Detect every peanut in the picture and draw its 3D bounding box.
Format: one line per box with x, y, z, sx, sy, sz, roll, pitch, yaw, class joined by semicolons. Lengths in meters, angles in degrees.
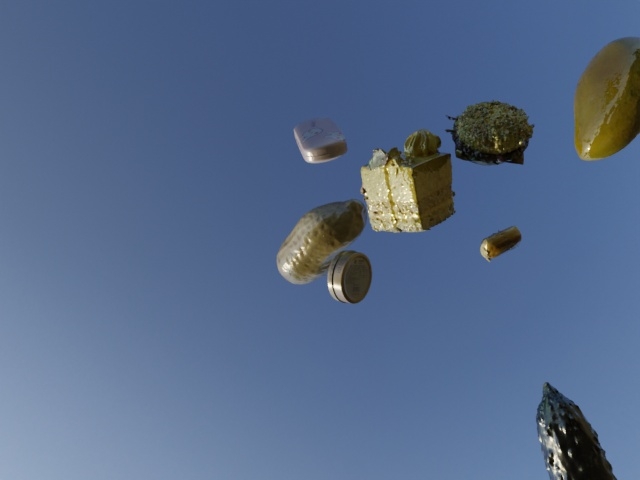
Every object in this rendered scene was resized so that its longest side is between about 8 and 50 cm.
0.000;0.000;1.064;0.137;0.122;0.253;3;-39;-37;peanut

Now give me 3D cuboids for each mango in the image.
0.713;-0.349;1.168;0.142;0.195;0.332;29;-117;-24;mango

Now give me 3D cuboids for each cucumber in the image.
0.290;0.301;0.513;0.072;0.072;0.300;-14;-98;-19;cucumber

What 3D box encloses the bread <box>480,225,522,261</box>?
0.459;0.009;1.241;0.106;0.053;0.072;-25;-45;-10;bread

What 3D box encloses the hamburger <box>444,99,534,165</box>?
0.507;-0.332;1.476;0.261;0.243;0.139;0;-42;9;hamburger

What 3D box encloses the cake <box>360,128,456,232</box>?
0.276;-0.190;1.543;0.227;0.222;0.286;-26;-71;-37;cake

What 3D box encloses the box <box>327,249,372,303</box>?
0.060;0.072;0.961;0.105;0.037;0.106;-10;-77;-48;box

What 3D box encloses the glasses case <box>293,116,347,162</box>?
-0.004;-0.270;1.298;0.113;0.297;0.075;-16;-64;-2;glasses case
